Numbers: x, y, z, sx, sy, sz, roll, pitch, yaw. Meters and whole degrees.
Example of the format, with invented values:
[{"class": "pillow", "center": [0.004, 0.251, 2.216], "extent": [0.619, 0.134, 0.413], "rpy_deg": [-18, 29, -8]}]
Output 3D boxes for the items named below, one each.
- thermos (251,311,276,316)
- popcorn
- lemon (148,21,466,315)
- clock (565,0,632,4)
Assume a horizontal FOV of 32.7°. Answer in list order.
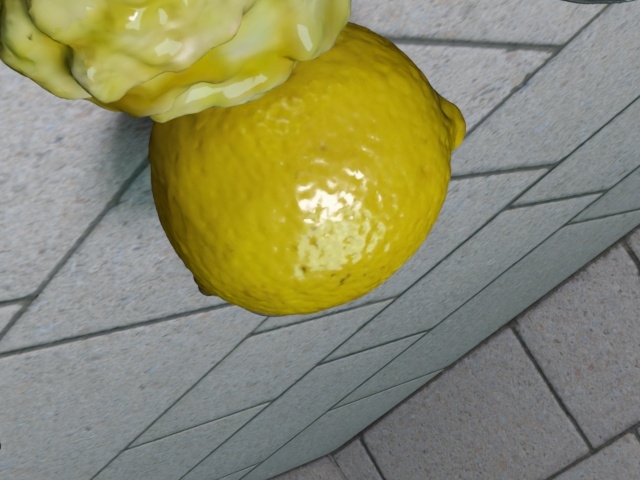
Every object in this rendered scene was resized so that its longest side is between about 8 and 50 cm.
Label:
[{"class": "thermos", "center": [0.000, 0.000, 1.216], "extent": [0.176, 0.146, 0.265], "rpy_deg": [-46, 164, 24]}, {"class": "popcorn", "center": [-0.077, -0.167, 0.508], "extent": [0.255, 0.195, 0.256], "rpy_deg": [-33, 143, -8]}, {"class": "lemon", "center": [-0.010, -0.063, 0.867], "extent": [0.253, 0.228, 0.228], "rpy_deg": [-36, 164, -12]}, {"class": "clock", "center": [0.288, -0.306, 0.838], "extent": [0.319, 0.066, 0.319], "rpy_deg": [-14, 157, -6]}]
